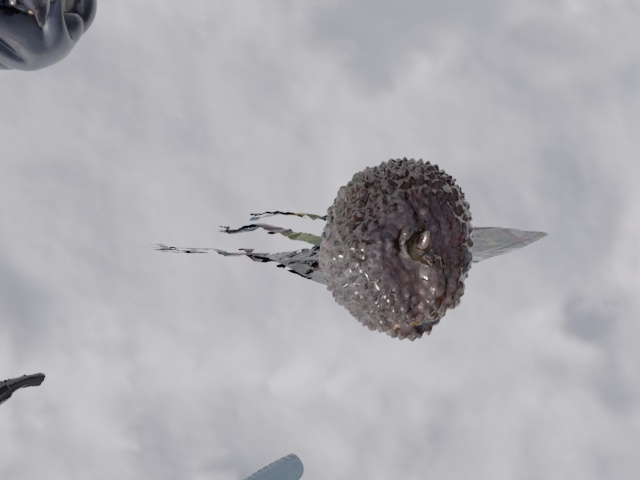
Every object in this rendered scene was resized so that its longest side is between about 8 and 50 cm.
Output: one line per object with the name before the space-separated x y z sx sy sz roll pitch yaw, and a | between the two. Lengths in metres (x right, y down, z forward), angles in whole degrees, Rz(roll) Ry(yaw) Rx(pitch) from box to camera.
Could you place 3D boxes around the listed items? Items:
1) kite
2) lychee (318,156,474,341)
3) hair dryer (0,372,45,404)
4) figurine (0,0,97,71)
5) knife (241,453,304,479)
kite | 0.000 0.000 0.981 0.152 0.285 0.015 -15 102 -37
lychee | 0.032 0.003 0.608 0.067 0.083 0.068 -42 90 -23
hair dryer | -0.376 0.217 1.664 0.219 0.075 0.195 -38 84 -32
figurine | -0.300 -0.270 1.394 0.265 0.197 0.175 73 34 -46
knife | -0.084 0.250 1.383 0.313 0.044 0.019 -25 134 -63
